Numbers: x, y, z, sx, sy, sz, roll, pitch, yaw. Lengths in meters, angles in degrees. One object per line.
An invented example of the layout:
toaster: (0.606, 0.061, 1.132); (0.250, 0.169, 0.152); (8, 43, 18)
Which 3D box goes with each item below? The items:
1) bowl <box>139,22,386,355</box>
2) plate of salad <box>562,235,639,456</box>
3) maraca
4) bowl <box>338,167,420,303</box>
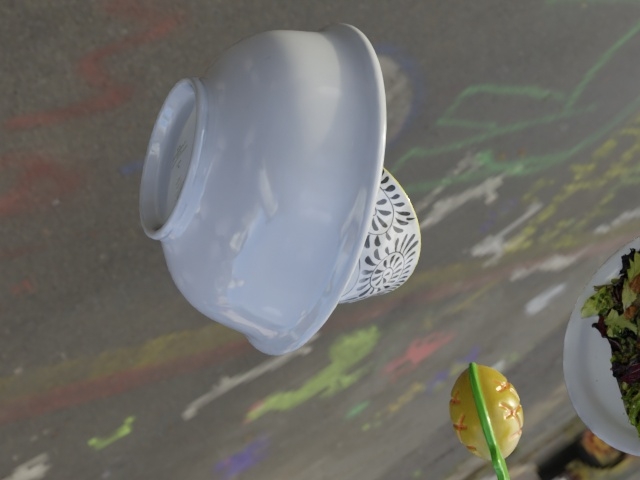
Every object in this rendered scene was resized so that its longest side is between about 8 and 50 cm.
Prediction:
bowl: (-0.071, -0.058, 1.073); (0.134, 0.298, 0.298); (13, 138, -23)
plate of salad: (0.274, 0.074, 0.990); (0.048, 0.200, 0.200); (28, 119, -39)
maraca: (0.233, 0.257, 1.713); (0.099, 0.186, 0.127); (-18, 153, 12)
bowl: (0.000, 0.000, 1.153); (0.080, 0.170, 0.170); (-44, 172, -44)
